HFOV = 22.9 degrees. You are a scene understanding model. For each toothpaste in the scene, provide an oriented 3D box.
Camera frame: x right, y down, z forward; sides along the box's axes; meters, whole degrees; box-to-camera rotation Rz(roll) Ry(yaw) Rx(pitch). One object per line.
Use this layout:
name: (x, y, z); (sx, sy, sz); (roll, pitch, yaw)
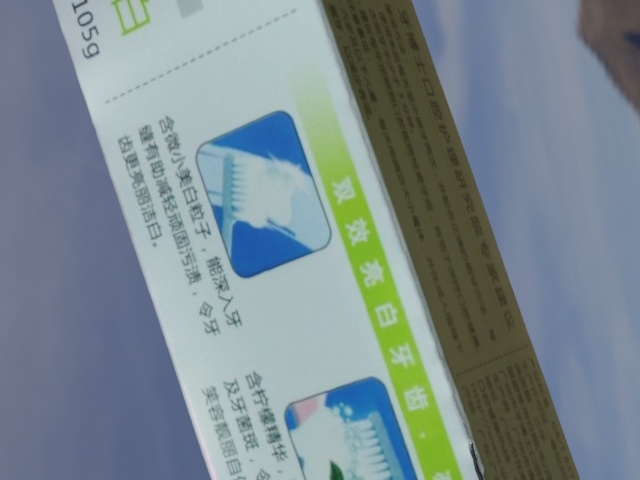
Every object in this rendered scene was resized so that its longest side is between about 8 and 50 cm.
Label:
toothpaste: (0.000, 0.000, 0.420); (0.067, 0.081, 0.336); (-10, -100, -61)
